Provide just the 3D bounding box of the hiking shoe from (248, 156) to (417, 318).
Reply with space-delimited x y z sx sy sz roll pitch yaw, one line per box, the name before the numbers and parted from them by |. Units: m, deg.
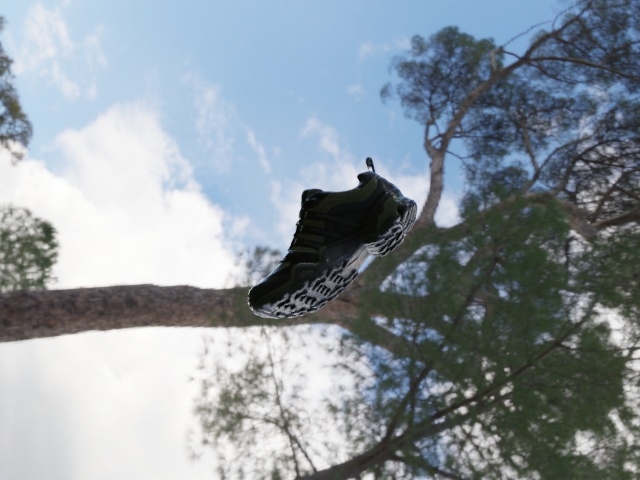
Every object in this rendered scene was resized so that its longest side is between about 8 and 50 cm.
hiking shoe | 0.000 0.000 0.790 0.227 0.086 0.114 -35 -118 -7
